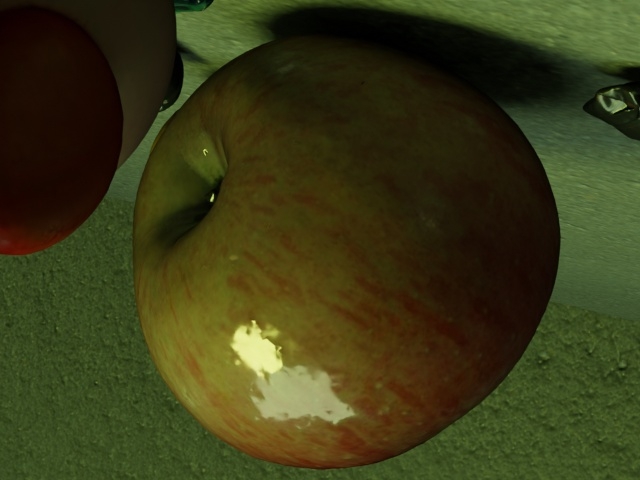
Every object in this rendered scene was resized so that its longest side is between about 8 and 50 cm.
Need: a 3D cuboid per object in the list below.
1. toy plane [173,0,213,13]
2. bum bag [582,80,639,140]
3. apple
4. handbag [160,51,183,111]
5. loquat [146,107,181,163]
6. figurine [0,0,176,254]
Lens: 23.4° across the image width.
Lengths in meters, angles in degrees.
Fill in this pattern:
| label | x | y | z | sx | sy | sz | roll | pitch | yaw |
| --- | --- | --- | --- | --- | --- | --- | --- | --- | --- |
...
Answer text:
| label | x | y | z | sx | sy | sz | roll | pitch | yaw |
| --- | --- | --- | --- | --- | --- | --- | --- | --- | --- |
| toy plane | -0.124 | -0.172 | 1.013 | 0.235 | 0.060 | 0.096 | 5 | -178 | 44 |
| bum bag | 0.227 | -0.081 | 1.017 | 0.124 | 0.034 | 0.058 | 19 | 165 | -36 |
| apple | 0.000 | 0.000 | 1.107 | 0.269 | 0.345 | 0.345 | 45 | 162 | -25 |
| handbag | -0.275 | -0.174 | 1.309 | 0.275 | 0.088 | 0.244 | 12 | 178 | 22 |
| loquat | -0.060 | -0.042 | 1.406 | 0.208 | 0.208 | 0.208 | 15 | 175 | 1 |
| figurine | -0.180 | -0.119 | 0.850 | 0.211 | 0.269 | 0.261 | -25 | 178 | -30 |
